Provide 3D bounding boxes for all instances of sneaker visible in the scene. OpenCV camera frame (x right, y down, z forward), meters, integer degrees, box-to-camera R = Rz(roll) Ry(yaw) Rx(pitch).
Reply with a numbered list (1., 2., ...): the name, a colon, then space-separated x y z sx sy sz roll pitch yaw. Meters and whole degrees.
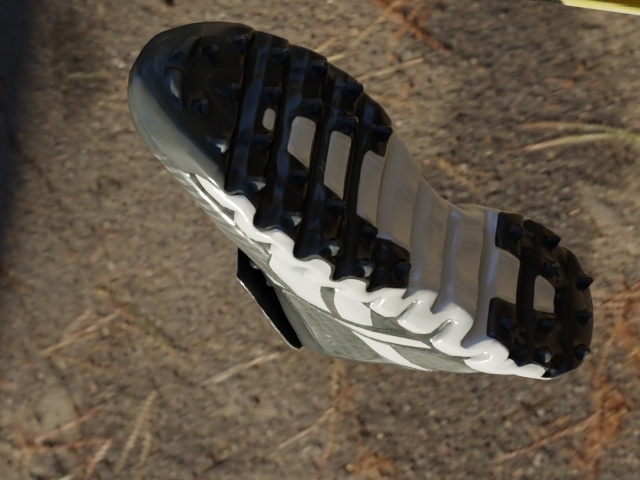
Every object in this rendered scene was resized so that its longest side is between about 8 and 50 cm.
1. sneaker: 0.000 0.000 0.577 0.106 0.234 0.078 -14 57 40

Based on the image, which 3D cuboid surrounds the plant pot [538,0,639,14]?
1. plant pot: 0.159 -0.202 0.481 0.212 0.212 0.187 117 156 -62
